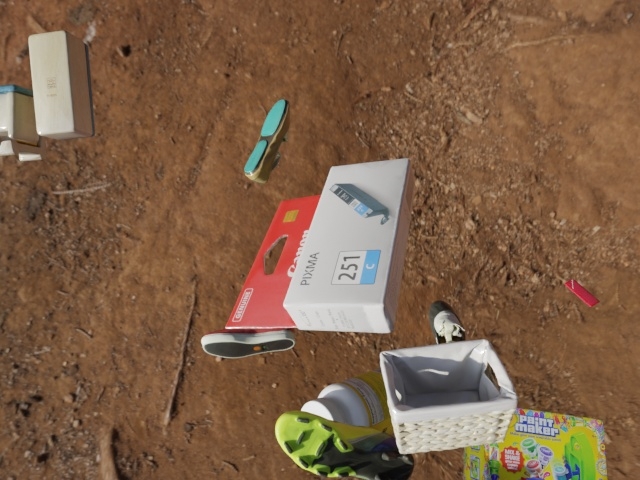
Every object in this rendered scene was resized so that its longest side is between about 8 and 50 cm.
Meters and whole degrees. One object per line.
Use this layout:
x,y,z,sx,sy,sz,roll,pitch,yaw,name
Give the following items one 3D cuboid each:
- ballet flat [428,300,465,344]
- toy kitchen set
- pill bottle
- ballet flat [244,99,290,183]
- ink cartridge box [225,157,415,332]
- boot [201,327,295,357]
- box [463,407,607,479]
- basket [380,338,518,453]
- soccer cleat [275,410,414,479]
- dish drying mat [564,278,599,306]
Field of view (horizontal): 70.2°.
0.385,0.292,1.331,0.095,0.096,0.280,-10,59,2,ballet flat
-0.389,-0.188,0.638,0.207,0.166,0.122,-3,92,8,toy kitchen set
0.108,0.487,1.299,0.188,0.334,0.188,1,91,45,pill bottle
-0.128,-0.258,1.205,0.080,0.073,0.232,17,79,46,ballet flat
0.000,0.000,0.703,0.261,0.066,0.296,-4,45,23,ink cartridge box
-0.197,0.217,1.238,0.244,0.088,0.176,-5,49,-7,boot
0.530,0.576,1.150,0.290,0.177,0.279,7,69,1,box
0.175,0.223,0.650,0.167,0.103,0.113,-6,33,0,basket
0.040,0.384,0.854,0.289,0.121,0.093,24,84,-17,soccer cleat
0.661,0.131,1.153,0.032,0.008,0.083,-23,50,-17,dish drying mat
